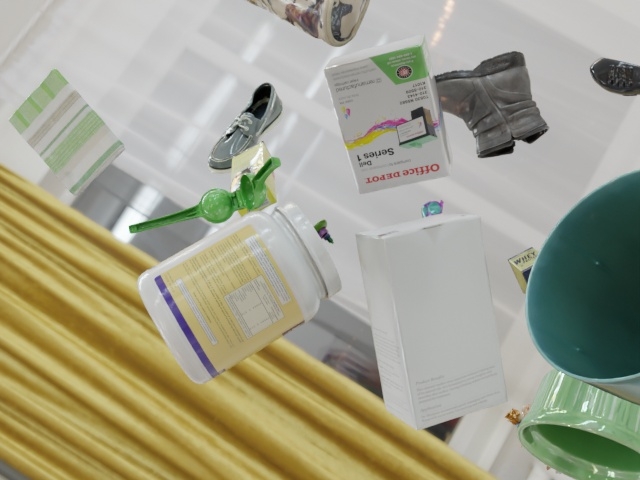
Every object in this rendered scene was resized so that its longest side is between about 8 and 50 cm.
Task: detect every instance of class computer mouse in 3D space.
[{"bbox_3d":[0.468,-0.194,0.958,0.071,0.242,0.041,4,-72,-51],"label":"computer mouse"}]

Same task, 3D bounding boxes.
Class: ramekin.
[{"bbox_3d":[0.574,0.385,1.495,0.148,0.303,0.303,-62,-4,-27],"label":"ramekin"}]

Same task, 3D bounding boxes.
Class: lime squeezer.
[{"bbox_3d":[-0.151,-0.057,1.101,0.310,0.059,0.110,-20,7,33],"label":"lime squeezer"}]

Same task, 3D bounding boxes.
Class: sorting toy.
[{"bbox_3d":[0.000,0.000,1.574,0.061,0.042,0.102,-31,-21,-40],"label":"sorting toy"}]

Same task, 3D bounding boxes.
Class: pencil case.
[{"bbox_3d":[-0.087,-0.508,1.355,0.160,0.410,0.183,-58,-24,1],"label":"pencil case"},{"bbox_3d":[0.324,-0.036,2.024,0.070,0.152,0.064,-26,-34,26],"label":"pencil case"}]

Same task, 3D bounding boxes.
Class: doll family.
[{"bbox_3d":[0.531,0.483,1.777,0.118,0.163,0.263,-45,-38,14],"label":"doll family"}]

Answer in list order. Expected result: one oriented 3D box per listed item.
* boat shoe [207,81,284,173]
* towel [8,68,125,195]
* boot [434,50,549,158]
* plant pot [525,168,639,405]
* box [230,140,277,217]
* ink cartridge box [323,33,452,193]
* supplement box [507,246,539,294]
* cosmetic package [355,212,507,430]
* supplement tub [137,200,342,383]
[{"bbox_3d":[-0.199,-0.294,1.874,0.319,0.116,0.099,-55,-30,-38],"label":"boat shoe"},{"bbox_3d":[-0.366,-0.155,1.053,0.113,0.152,0.023,-40,1,15],"label":"towel"},{"bbox_3d":[0.359,-0.299,1.755,0.338,0.223,0.118,-16,-7,26],"label":"boot"},{"bbox_3d":[0.454,0.088,0.933,0.293,0.235,0.293,-41,32,32],"label":"plant pot"},{"bbox_3d":[-0.144,-0.134,1.558,0.087,0.058,0.232,-27,27,8],"label":"box"},{"bbox_3d":[0.145,-0.254,1.495,0.117,0.201,0.278,-69,-35,-61],"label":"ink cartridge box"},{"bbox_3d":[0.417,0.070,1.411,0.056,0.083,0.083,-28,17,3],"label":"supplement box"},{"bbox_3d":[0.219,0.150,1.443,0.156,0.217,0.385,-175,75,-71],"label":"cosmetic package"},{"bbox_3d":[-0.151,0.092,1.389,0.331,0.241,0.241,-30,-11,-10],"label":"supplement tub"}]
